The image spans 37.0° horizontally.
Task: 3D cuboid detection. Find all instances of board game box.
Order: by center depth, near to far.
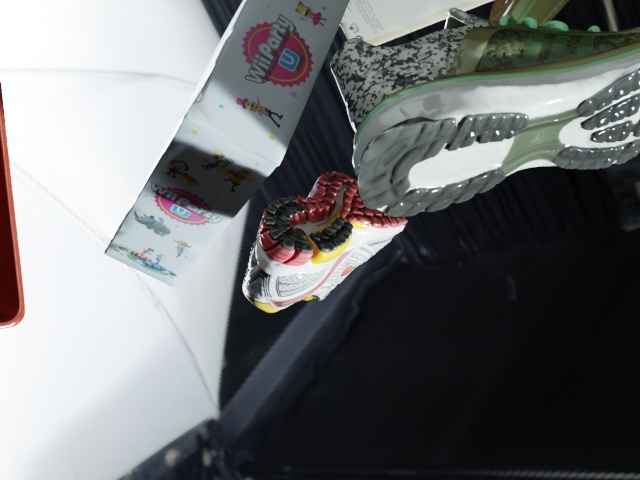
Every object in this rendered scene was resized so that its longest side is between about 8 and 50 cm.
[{"bbox_3d":[-0.103,-0.110,0.991,0.303,0.098,0.224,-45,-160,56],"label":"board game box"}]

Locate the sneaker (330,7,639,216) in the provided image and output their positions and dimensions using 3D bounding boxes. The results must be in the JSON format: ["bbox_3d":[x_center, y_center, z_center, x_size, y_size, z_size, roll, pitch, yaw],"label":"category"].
[{"bbox_3d":[0.191,-0.164,0.886,0.411,0.158,0.182,-14,-120,-22],"label":"sneaker"}]

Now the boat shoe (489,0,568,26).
[{"bbox_3d":[0.296,-0.316,0.937,0.341,0.110,0.121,-51,-162,32],"label":"boat shoe"}]

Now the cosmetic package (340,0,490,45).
[{"bbox_3d":[0.173,-0.371,1.257,0.310,0.113,0.160,-13,-151,34],"label":"cosmetic package"}]

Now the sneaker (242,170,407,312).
[{"bbox_3d":[0.000,0.000,0.873,0.225,0.088,0.092,-21,146,-56],"label":"sneaker"}]

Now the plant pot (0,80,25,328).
[{"bbox_3d":[-0.491,-0.030,0.981,0.267,0.267,0.236,-8,-176,-43],"label":"plant pot"}]
